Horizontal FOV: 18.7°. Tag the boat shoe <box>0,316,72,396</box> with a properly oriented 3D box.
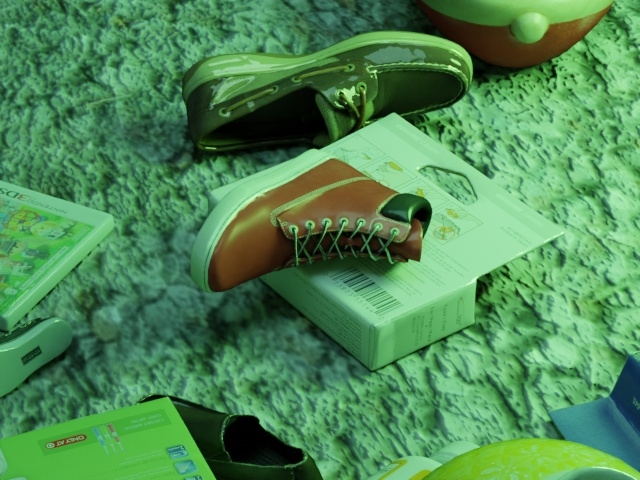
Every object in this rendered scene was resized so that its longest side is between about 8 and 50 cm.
[{"bbox_3d":[-0.309,0.117,1.922,0.040,0.049,0.142,9,30,45],"label":"boat shoe"}]

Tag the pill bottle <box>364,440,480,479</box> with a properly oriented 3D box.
[{"bbox_3d":[0.067,0.257,1.666,0.117,0.117,0.208,30,45,34],"label":"pill bottle"}]

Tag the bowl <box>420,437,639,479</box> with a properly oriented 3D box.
[{"bbox_3d":[0.199,0.263,1.537,0.289,0.156,0.289,11,52,-14],"label":"bowl"}]

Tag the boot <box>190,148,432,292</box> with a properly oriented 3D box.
[{"bbox_3d":[0.000,0.000,1.951,0.176,0.088,0.244,25,41,29],"label":"boot"}]

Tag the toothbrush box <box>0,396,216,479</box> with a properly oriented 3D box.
[{"bbox_3d":[-0.173,0.280,1.623,0.206,0.122,0.283,-14,37,-20],"label":"toothbrush box"}]

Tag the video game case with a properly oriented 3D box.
[{"bbox_3d":[-0.358,0.007,2.089,0.193,0.023,0.212,16,38,21],"label":"video game case"}]

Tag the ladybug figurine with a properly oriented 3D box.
[{"bbox_3d":[0.240,-0.356,2.495,0.305,0.162,0.449,2,35,1],"label":"ladybug figurine"}]

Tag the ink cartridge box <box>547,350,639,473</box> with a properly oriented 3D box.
[{"bbox_3d":[0.416,0.197,1.803,0.307,0.072,0.303,-10,38,-19],"label":"ink cartridge box"}]

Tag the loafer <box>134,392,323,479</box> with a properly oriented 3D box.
[{"bbox_3d":[-0.086,0.184,1.797,0.220,0.078,0.080,20,39,24],"label":"loafer"}]

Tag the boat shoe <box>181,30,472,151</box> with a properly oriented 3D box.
[{"bbox_3d":[0.012,-0.156,2.259,0.342,0.123,0.123,-4,47,-4],"label":"boat shoe"}]

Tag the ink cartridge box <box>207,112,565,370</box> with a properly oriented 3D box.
[{"bbox_3d":[0.067,-0.006,2.079,0.261,0.066,0.296,-24,43,-29],"label":"ink cartridge box"}]
